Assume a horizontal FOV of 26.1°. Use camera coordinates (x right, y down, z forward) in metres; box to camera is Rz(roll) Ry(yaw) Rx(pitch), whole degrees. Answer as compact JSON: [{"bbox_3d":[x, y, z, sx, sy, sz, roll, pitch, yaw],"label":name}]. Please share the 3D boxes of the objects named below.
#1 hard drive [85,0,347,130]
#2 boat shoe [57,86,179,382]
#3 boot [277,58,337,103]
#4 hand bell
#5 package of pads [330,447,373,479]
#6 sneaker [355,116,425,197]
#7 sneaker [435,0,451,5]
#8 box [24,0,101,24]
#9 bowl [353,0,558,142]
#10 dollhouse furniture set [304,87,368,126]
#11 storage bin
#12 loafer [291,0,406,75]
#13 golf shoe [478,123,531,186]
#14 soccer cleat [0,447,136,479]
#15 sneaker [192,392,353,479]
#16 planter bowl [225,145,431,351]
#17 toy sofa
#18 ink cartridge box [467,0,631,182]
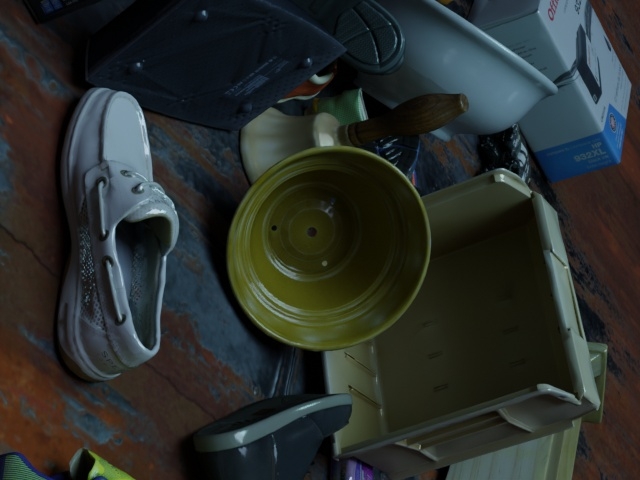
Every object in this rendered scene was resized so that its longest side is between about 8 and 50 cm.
[{"bbox_3d":[-0.101,-0.188,1.348,0.254,0.172,0.054,13,47,-59],"label":"hard drive"},{"bbox_3d":[-0.167,-0.015,1.224,0.098,0.096,0.277,25,56,-51],"label":"boat shoe"},{"bbox_3d":[-0.006,-0.195,1.583,0.158,0.084,0.059,-36,106,-59],"label":"boot"},{"bbox_3d":[0.046,-0.116,1.476,0.126,0.242,0.126,30,52,-49],"label":"hand bell"},{"bbox_3d":[0.034,0.256,1.494,0.050,0.032,0.083,33,50,-45],"label":"package of pads"},{"bbox_3d":[0.081,-0.063,1.683,0.087,0.083,0.221,100,-11,-51],"label":"sneaker"},{"bbox_3d":[0.152,-0.441,1.958,0.121,0.099,0.262,36,39,-36],"label":"sneaker"},{"bbox_3d":[-0.095,-0.323,1.260,0.079,0.322,0.257,63,33,-20],"label":"box"},{"bbox_3d":[0.134,-0.213,1.711,0.298,0.298,0.134,24,101,-53],"label":"bowl"},{"bbox_3d":[0.020,-0.096,1.588,0.058,0.076,0.152,-13,88,-58],"label":"dollhouse furniture set"},{"bbox_3d":[0.139,0.093,1.488,0.123,0.260,0.262,38,37,-50],"label":"storage bin"},{"bbox_3d":[-0.010,-0.279,1.560,0.267,0.096,0.084,46,3,10],"label":"loafer"},{"bbox_3d":[0.275,-0.086,2.000,0.094,0.077,0.198,48,40,-37],"label":"golf shoe"},{"bbox_3d":[-0.159,0.229,1.135,0.289,0.093,0.121,22,52,-54],"label":"soccer cleat"},{"bbox_3d":[-0.040,0.221,1.359,0.222,0.083,0.118,-13,95,-53],"label":"sneaker"},{"bbox_3d":[0.000,0.000,1.452,0.217,0.217,0.090,63,-6,-18],"label":"planter bowl"},{"bbox_3d":[0.256,0.290,1.762,0.362,0.177,0.150,-69,158,-46],"label":"toy sofa"},{"bbox_3d":[0.368,-0.285,2.188,0.307,0.129,0.223,55,36,-29],"label":"ink cartridge box"}]
